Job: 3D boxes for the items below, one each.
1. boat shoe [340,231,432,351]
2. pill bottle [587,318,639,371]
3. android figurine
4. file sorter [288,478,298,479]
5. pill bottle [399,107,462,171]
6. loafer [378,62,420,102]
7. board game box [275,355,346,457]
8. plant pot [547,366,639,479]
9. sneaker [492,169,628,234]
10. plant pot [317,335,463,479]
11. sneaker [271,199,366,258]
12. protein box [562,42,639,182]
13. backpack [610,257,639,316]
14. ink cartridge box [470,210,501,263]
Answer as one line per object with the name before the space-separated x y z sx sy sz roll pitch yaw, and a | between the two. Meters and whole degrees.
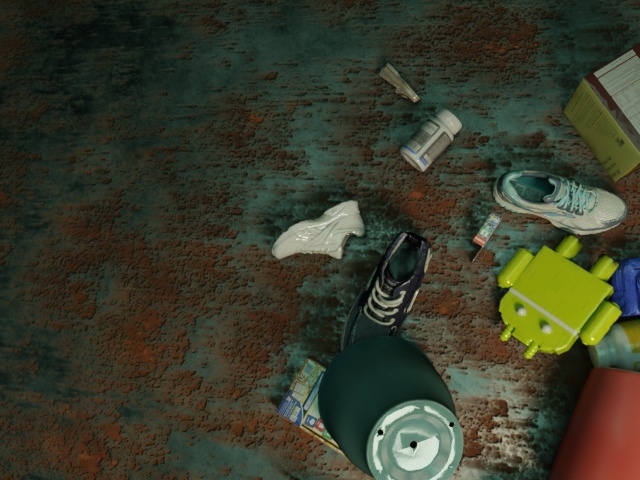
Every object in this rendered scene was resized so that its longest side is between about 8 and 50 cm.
boat shoe | 0.135 0.129 1.335 0.127 0.158 0.341 24 86 13
pill bottle | 0.653 0.214 1.255 0.184 0.103 0.103 -12 80 8
android figurine | 0.492 0.123 1.296 0.273 0.056 0.248 -50 56 1
file sorter | -0.051 0.674 1.274 0.173 0.193 0.278 19 85 15
pill bottle | 0.255 -0.232 1.409 0.078 0.078 0.137 44 91 13
loafer | 0.188 -0.370 1.464 0.039 0.045 0.125 -43 69 19
board game box | 0.019 0.373 1.378 0.193 0.045 0.147 30 88 13
plant pot | 0.602 0.388 1.174 0.275 0.275 0.243 14 75 12
sneaker | 0.515 -0.085 1.316 0.283 0.122 0.110 13 84 12
plant pot | 0.150 0.354 1.204 0.271 0.255 0.272 -1 98 -10
sneaker | 0.000 0.000 1.418 0.232 0.090 0.115 -27 81 7
protein box | 0.640 -0.259 1.278 0.136 0.200 0.201 -31 77 5
backpack | 0.667 0.094 1.271 0.098 0.101 0.120 -1 79 -14
ink cartridge box | 0.358 -0.006 1.363 0.029 0.063 0.115 34 89 12
